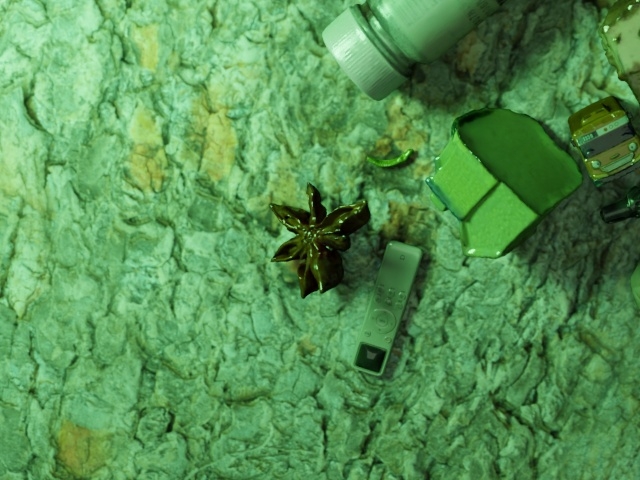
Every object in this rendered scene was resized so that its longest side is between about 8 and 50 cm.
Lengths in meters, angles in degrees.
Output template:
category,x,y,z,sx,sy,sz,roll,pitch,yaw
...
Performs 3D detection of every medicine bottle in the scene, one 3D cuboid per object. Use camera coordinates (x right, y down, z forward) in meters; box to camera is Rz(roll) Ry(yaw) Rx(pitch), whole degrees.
category,x,y,z,sx,sy,sz,roll,pitch,yaw
medicine bottle,0.150,-0.364,1.681,0.273,0.165,0.165,-38,97,19

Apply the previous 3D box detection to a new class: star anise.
category,x,y,z,sx,sy,sz,roll,pitch,yaw
star anise,-0.002,0.004,1.841,0.212,0.111,0.196,-2,74,31

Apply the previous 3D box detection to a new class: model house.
category,x,y,z,sx,sy,sz,roll,pitch,yaw
model house,0.283,-0.091,1.756,0.214,0.195,0.189,45,134,10

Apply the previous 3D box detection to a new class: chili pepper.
category,x,y,z,sx,sy,sz,roll,pitch,yaw
chili pepper,0.122,-0.142,1.828,0.083,0.017,0.030,-16,102,11

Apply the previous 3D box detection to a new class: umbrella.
category,x,y,z,sx,sy,sz,roll,pitch,yaw
umbrella,0.578,-0.081,1.747,0.236,0.059,0.066,-18,79,16

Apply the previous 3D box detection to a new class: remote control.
category,x,y,z,sx,sy,sz,roll,pitch,yaw
remote control,0.117,0.126,1.901,0.067,0.029,0.260,18,109,5

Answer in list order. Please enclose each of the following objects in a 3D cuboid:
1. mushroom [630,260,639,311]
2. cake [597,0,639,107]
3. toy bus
category,x,y,z,sx,sy,sz,roll,pitch,yaw
mushroom,0.599,0.115,1.781,0.108,0.096,0.247,-28,104,16
cake,0.583,-0.280,1.587,0.282,0.256,0.290,-33,94,19
toy bus,0.452,-0.161,1.668,0.098,0.201,0.114,-27,98,16
